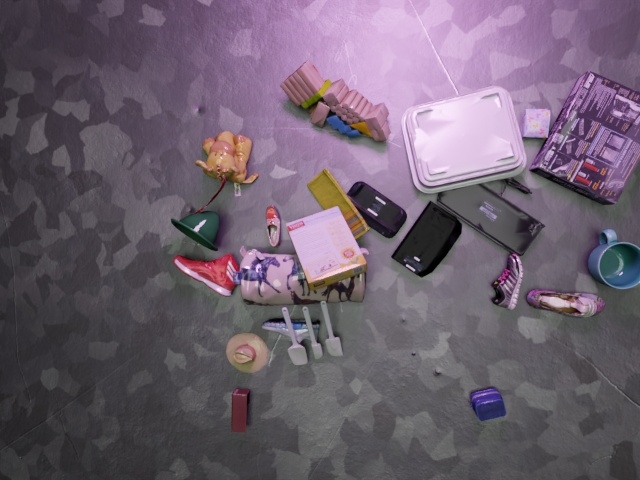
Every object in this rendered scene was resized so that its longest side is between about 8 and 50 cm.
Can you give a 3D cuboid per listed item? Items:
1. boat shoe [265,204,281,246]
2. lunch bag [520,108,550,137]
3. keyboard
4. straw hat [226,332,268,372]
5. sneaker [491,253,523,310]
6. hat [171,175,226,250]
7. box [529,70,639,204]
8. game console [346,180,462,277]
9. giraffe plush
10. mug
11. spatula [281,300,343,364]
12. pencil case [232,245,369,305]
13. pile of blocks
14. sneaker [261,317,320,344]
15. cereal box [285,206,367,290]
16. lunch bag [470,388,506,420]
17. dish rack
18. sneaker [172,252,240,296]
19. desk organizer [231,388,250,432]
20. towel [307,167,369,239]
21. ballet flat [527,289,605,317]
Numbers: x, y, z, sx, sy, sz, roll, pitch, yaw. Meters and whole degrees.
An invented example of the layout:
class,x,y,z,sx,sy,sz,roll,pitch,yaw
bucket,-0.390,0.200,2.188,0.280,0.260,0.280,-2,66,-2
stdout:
class,x,y,z,sx,sy,sz,roll,pitch,yaw
boat shoe,-0.154,-0.047,1.469,0.049,0.043,0.137,-6,90,10
lunch bag,0.633,-0.345,1.342,0.071,0.053,0.083,3,102,10
keyboard,0.528,-0.117,1.376,0.317,0.033,0.202,35,98,5
straw hat,-0.249,0.375,1.489,0.144,0.061,0.145,0,91,8
sneaker,0.553,0.124,1.363,0.074,0.063,0.171,6,98,2
hat,-0.348,-0.085,1.453,0.173,0.208,0.184,43,72,-37
box,0.794,-0.291,1.308,0.242,0.076,0.308,26,96,6
game console,0.242,-0.062,1.414,0.361,0.044,0.213,35,95,5
giraffe plush,-0.303,-0.245,1.418,0.181,0.170,0.210,-19,89,8
mug,0.844,0.055,1.303,0.129,0.097,0.158,16,94,8
spatula,-0.031,0.291,1.411,0.168,0.019,0.242,-10,123,6
pencil case,-0.052,0.107,1.399,0.410,0.160,0.184,-3,118,9
pile of blocks,0.059,-0.423,1.409,0.362,0.149,0.113,32,53,-3
sneaker,-0.097,0.296,1.462,0.190,0.071,0.083,3,98,8
cereal box,0.013,0.017,1.324,0.173,0.047,0.240,-19,50,-5
lunch bag,0.504,0.497,1.384,0.098,0.065,0.067,-14,106,7
dish rack,0.422,-0.305,1.347,0.332,0.072,0.286,-12,83,10
sneaker,-0.361,0.078,1.494,0.221,0.087,0.128,32,88,-6
desk organizer,-0.263,0.562,1.505,0.050,0.047,0.130,2,92,6
towel,0.051,-0.104,1.427,0.102,0.021,0.237,-37,86,37
ballet flat,0.726,0.187,1.333,0.221,0.079,0.077,8,92,7
